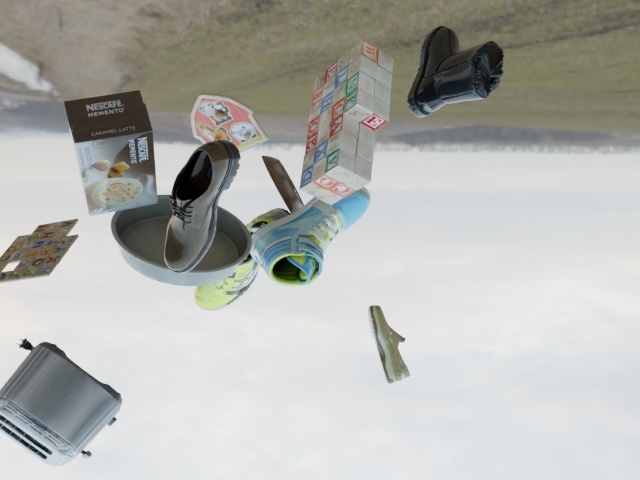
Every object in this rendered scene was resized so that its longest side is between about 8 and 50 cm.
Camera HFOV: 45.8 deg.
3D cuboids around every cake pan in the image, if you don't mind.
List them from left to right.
[{"bbox_3d":[-0.292,0.000,1.589,0.293,0.054,0.293,12,-149,-7],"label":"cake pan"}]

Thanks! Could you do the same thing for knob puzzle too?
[{"bbox_3d":[-0.258,-0.301,1.979,0.213,0.213,0.030,2,-137,11],"label":"knob puzzle"}]

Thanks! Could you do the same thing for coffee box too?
[{"bbox_3d":[-0.390,-0.160,1.434,0.141,0.098,0.246,-13,154,-17],"label":"coffee box"}]

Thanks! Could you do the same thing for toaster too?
[{"bbox_3d":[-0.475,0.286,1.330,0.129,0.227,0.146,-39,-166,48],"label":"toaster"}]

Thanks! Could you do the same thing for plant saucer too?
[{"bbox_3d":[-0.087,-0.136,1.930,0.036,0.199,0.198,-28,-174,3],"label":"plant saucer"}]

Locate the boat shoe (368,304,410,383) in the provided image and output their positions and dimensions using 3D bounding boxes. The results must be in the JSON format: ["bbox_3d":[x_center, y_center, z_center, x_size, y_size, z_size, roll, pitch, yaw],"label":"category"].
[{"bbox_3d":[0.167,0.240,1.803,0.072,0.190,0.068,-15,179,-2],"label":"boat shoe"}]

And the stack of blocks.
[{"bbox_3d":[0.056,-0.244,1.569,0.087,0.297,0.171,24,147,-29],"label":"stack of blocks"}]

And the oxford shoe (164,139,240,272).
[{"bbox_3d":[-0.206,-0.051,1.178,0.082,0.227,0.096,26,-162,19],"label":"oxford shoe"}]

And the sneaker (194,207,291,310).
[{"bbox_3d":[-0.232,0.051,2.024,0.145,0.385,0.147,50,-153,14],"label":"sneaker"}]

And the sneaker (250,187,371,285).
[{"bbox_3d":[0.000,0.000,1.752,0.319,0.127,0.208,-31,-149,-1],"label":"sneaker"}]

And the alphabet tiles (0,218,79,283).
[{"bbox_3d":[-0.672,0.023,1.794,0.198,0.009,0.237,-8,-147,17],"label":"alphabet tiles"}]

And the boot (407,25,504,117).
[{"bbox_3d":[0.307,-0.384,1.629,0.094,0.247,0.207,38,151,-30],"label":"boot"}]
